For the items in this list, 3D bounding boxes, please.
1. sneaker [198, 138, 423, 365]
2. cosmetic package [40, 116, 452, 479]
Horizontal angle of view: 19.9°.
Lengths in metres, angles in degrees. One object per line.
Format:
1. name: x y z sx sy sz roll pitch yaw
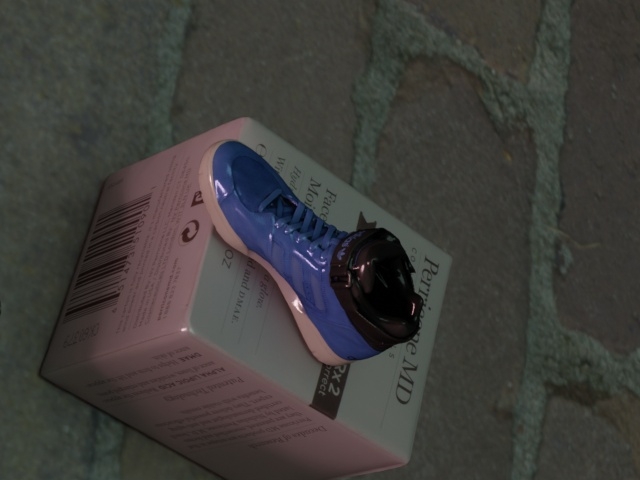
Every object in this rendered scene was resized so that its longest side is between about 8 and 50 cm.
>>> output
1. sneaker: 0.001 0.000 1.021 0.058 0.084 0.152 -43 105 -41
2. cosmetic package: -0.042 0.047 1.131 0.183 0.151 0.151 32 57 -31
